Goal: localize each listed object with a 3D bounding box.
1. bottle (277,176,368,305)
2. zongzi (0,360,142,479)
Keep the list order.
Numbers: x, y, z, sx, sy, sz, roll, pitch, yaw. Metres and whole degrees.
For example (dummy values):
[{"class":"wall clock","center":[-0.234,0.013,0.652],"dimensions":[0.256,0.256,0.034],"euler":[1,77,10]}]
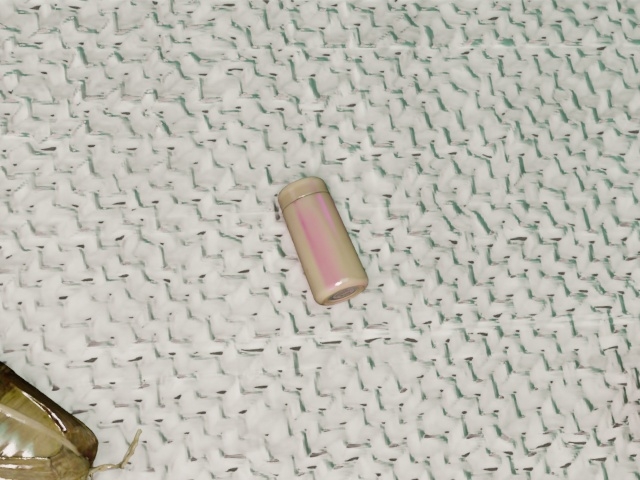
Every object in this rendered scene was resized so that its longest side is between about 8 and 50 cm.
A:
[{"class":"bottle","center":[0.000,0.000,1.209],"dimensions":[0.045,0.045,0.096],"euler":[-17,72,-21]},{"class":"zongzi","center":[-0.283,0.154,1.011],"dimensions":[0.248,0.111,0.241],"euler":[37,48,0]}]
